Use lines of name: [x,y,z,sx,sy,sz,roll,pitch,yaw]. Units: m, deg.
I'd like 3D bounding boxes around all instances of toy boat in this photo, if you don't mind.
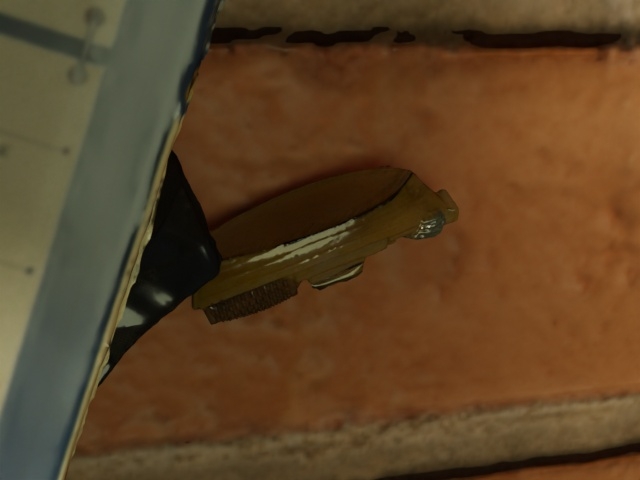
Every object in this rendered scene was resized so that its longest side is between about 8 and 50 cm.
toy boat: [0.000,0.000,0.648,0.149,0.047,0.049,-21,131,-10]

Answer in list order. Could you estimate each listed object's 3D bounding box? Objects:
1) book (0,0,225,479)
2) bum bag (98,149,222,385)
book: [-0.218,-0.020,0.480,0.300,0.039,0.427,19,100,-7]
bum bag: [-0.138,-0.073,0.544,0.137,0.074,0.310,-16,111,-2]
